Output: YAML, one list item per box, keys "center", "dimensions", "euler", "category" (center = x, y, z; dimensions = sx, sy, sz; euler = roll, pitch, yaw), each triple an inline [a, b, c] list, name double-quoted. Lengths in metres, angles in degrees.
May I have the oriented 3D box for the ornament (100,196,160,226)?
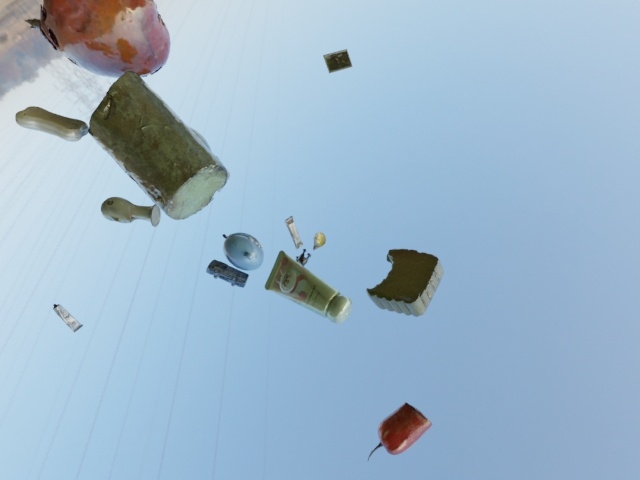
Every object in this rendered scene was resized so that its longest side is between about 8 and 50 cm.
- center: [-0.539, -0.080, 1.135]
  dimensions: [0.156, 0.075, 0.081]
  euler: [9, -129, 1]
  category: "ornament"

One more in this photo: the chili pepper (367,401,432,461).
- center: [0.188, 0.496, 1.024]
  dimensions: [0.192, 0.084, 0.086]
  euler: [-43, -128, 2]
  category: "chili pepper"

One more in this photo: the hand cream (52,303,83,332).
- center: [-0.678, 0.204, 1.075]
  dimensions: [0.019, 0.093, 0.030]
  euler: [-16, -153, 25]
  category: "hand cream"

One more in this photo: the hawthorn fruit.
- center: [-0.522, -0.511, 0.940]
  dimensions: [0.307, 0.276, 0.276]
  euler: [-11, -137, -2]
  category: "hawthorn fruit"

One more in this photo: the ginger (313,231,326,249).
- center: [-0.004, 0.004, 1.432]
  dimensions: [0.044, 0.137, 0.057]
  euler: [4, -98, 1]
  category: "ginger"

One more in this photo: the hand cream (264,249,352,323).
- center: [-0.040, 0.158, 1.293]
  dimensions: [0.306, 0.093, 0.147]
  euler: [27, -82, 27]
  category: "hand cream"

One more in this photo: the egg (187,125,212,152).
- center: [-0.483, -0.253, 1.376]
  dimensions: [0.238, 0.289, 0.238]
  euler: [-11, -174, 1]
  category: "egg"

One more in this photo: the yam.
- center: [-0.350, -0.199, 0.848]
  dimensions: [0.168, 0.304, 0.168]
  euler: [-44, -179, 1]
  category: "yam"

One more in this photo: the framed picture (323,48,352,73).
- center: [0.060, -0.616, 1.383]
  dimensions: [0.089, 0.066, 0.006]
  euler: [-19, -177, -10]
  category: "framed picture"

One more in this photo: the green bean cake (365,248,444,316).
- center: [0.315, 0.156, 1.491]
  dimensions: [0.233, 0.124, 0.236]
  euler: [9, -125, 43]
  category: "green bean cake"

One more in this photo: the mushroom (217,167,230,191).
- center: [-0.498, -0.308, 1.844]
  dimensions: [0.225, 0.093, 0.116]
  euler: [33, -82, 28]
  category: "mushroom"

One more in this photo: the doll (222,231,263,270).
- center: [-0.324, 0.035, 1.658]
  dimensions: [0.141, 0.177, 0.314]
  euler: [-52, -156, -5]
  category: "doll"

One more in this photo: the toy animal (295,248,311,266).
- center: [-0.084, 0.093, 1.560]
  dimensions: [0.136, 0.047, 0.065]
  euler: [-48, -165, 47]
  category: "toy animal"

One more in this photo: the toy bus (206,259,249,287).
- center: [-0.373, 0.134, 1.619]
  dimensions: [0.166, 0.047, 0.065]
  euler: [25, -128, -4]
  category: "toy bus"

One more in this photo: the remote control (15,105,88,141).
- center: [-0.555, -0.241, 0.837]
  dimensions: [0.074, 0.122, 0.032]
  euler: [-93, -157, -57]
  category: "remote control"

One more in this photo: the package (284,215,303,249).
- center: [-0.084, -0.024, 1.292]
  dimensions: [0.015, 0.110, 0.037]
  euler: [9, -142, 46]
  category: "package"
